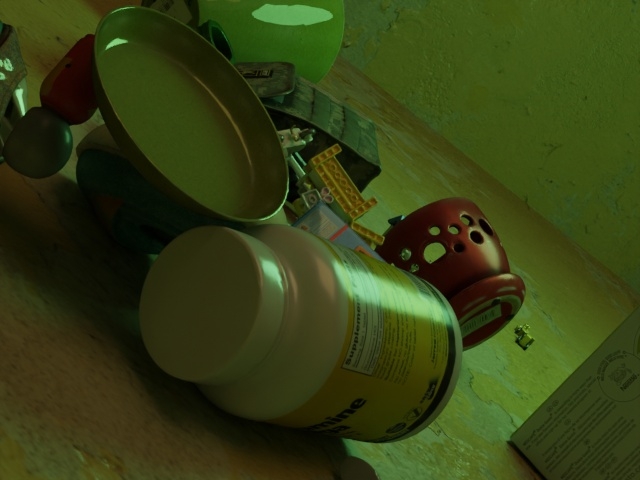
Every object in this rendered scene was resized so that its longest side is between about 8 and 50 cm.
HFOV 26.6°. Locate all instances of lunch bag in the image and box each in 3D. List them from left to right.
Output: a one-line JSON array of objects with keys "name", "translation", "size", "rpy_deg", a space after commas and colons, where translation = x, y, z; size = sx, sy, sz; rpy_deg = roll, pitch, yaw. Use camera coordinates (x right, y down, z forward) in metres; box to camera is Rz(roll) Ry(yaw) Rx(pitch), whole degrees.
[{"name": "lunch bag", "translation": [-0.063, -0.165, 2.028], "size": [0.287, 0.169, 0.235], "rpy_deg": [32, 16, -10]}]

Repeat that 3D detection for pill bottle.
[{"name": "pill bottle", "translation": [-0.016, 0.091, 1.328], "size": [0.334, 0.188, 0.188], "rpy_deg": [22, 24, -52]}]

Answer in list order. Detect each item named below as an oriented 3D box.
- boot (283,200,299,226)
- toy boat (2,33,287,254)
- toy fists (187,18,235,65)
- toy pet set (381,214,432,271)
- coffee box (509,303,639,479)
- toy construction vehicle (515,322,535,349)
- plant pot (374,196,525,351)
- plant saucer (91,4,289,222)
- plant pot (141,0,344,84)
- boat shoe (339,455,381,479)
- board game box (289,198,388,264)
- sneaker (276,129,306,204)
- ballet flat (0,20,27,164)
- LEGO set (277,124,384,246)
[{"name": "boot", "translation": [-0.106, -0.044, 1.704], "size": [0.269, 0.089, 0.236], "rpy_deg": [40, 20, -23]}, {"name": "toy boat", "translation": [-0.192, -0.064, 1.376], "size": [0.267, 0.148, 0.318], "rpy_deg": [20, -18, 38]}, {"name": "toy fists", "translation": [-0.219, -0.249, 1.889], "size": [0.279, 0.142, 0.096], "rpy_deg": [-60, 127, -75]}, {"name": "toy pet set", "translation": [0.157, 0.007, 2.289], "size": [0.114, 0.065, 0.122], "rpy_deg": [35, 15, -23]}, {"name": "coffee box", "translation": [0.537, 0.278, 1.920], "size": [0.334, 0.338, 0.337], "rpy_deg": [47, 15, 23]}, {"name": "toy construction vehicle", "translation": [0.355, 0.150, 2.445], "size": [0.086, 0.035, 0.098], "rpy_deg": [43, 14, 7]}, {"name": "plant pot", "translation": [0.192, 0.060, 1.989], "size": [0.191, 0.191, 0.174], "rpy_deg": [19, 34, -57]}, {"name": "plant saucer", "translation": [-0.127, -0.111, 1.263], "size": [0.241, 0.037, 0.241], "rpy_deg": [37, 33, -29]}, {"name": "plant pot", "translation": [-0.156, -0.378, 2.303], "size": [0.293, 0.275, 0.275], "rpy_deg": [-9, 50, -51]}, {"name": "boat shoe", "translation": [0.057, 0.257, 1.349], "size": [0.100, 0.035, 0.035], "rpy_deg": [43, -14, 21]}, {"name": "board game box", "translation": [0.020, 0.075, 1.575], "size": [0.211, 0.160, 0.039], "rpy_deg": [44, -30, 10]}, {"name": "sneaker", "translation": [-0.068, -0.079, 1.871], "size": [0.235, 0.097, 0.084], "rpy_deg": [46, -15, -14]}, {"name": "ballet flat", "translation": [-0.345, -0.129, 1.346], "size": [0.106, 0.107, 0.316], "rpy_deg": [58, 13, -21]}, {"name": "LEGO set", "translation": [0.000, 0.000, 1.697], "size": [0.132, 0.107, 0.287], "rpy_deg": [-8, 74, -26]}]
